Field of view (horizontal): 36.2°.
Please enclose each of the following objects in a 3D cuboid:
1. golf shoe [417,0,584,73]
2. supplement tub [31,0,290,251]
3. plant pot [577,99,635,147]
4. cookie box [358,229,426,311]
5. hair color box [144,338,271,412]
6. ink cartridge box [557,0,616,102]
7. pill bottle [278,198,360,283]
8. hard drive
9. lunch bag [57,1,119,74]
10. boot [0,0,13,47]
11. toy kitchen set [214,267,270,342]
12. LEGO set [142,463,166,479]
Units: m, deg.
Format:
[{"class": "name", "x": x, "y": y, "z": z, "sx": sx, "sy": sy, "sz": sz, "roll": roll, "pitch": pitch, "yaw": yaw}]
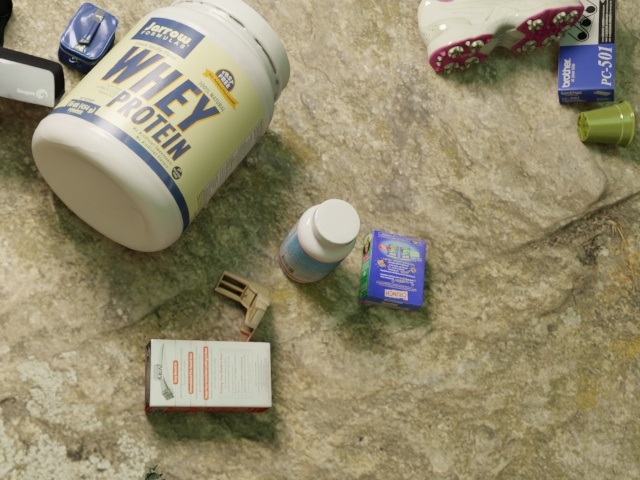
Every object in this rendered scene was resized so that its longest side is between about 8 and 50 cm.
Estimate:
[{"class": "golf shoe", "x": 0.307, "y": -0.390, "z": 1.679, "sx": 0.306, "sy": 0.115, "sz": 0.140, "roll": -16, "pitch": 68, "yaw": -18}, {"class": "supplement tub", "x": -0.211, "y": -0.172, "z": 1.355, "sx": 0.235, "sy": 0.235, "sz": 0.325, "roll": 37, "pitch": 63, "yaw": -3}, {"class": "plant pot", "x": 0.492, "y": -0.200, "z": 1.702, "sx": 0.079, "sy": 0.083, "sz": 0.083, "roll": -4, "pitch": 71, "yaw": -7}, {"class": "cookie box", "x": 0.110, "y": 0.047, "z": 1.492, "sx": 0.092, "sy": 0.040, "sz": 0.107, "roll": 13, "pitch": 67, "yaw": -15}, {"class": "hair color box", "x": -0.155, "y": 0.187, "z": 1.342, "sx": 0.167, "sy": 0.053, "sz": 0.093, "roll": 4, "pitch": 70, "yaw": -19}, {"class": "ink cartridge box", "x": 0.475, "y": -0.344, "z": 1.737, "sx": 0.097, "sy": 0.046, "sz": 0.207, "roll": 0, "pitch": 66, "yaw": 17}, {"class": "pill bottle", "x": 0.000, "y": 0.000, "z": 1.405, "sx": 0.087, "sy": 0.160, "sz": 0.087, "roll": 6, "pitch": 69, "yaw": -17}, {"class": "hard drive", "x": -0.479, "y": -0.239, "z": 1.327, "sx": 0.255, "sy": 0.172, "sz": 0.054, "roll": 12, "pitch": 103, "yaw": -12}, {"class": "lunch bag", "x": -0.347, "y": -0.298, "z": 1.451, "sx": 0.067, "sy": 0.065, "sz": 0.098, "roll": 25, "pitch": 64, "yaw": -8}, {"class": "boot", "x": -0.469, "y": -0.330, "z": 1.401, "sx": 0.045, "sy": 0.099, "sz": 0.121, "roll": 18, "pitch": 66, "yaw": -10}, {"class": "toy kitchen set", "x": -0.120, "y": 0.096, "z": 1.383, "sx": 0.075, "sy": 0.083, "sz": 0.068, "roll": 27, "pitch": 106, "yaw": -8}, {"class": "LEGO set", "x": -0.219, "y": 0.336, "z": 1.285, "sx": 0.054, "sy": 0.023, "sz": 0.083, "roll": 23, "pitch": 78, "yaw": -7}]
